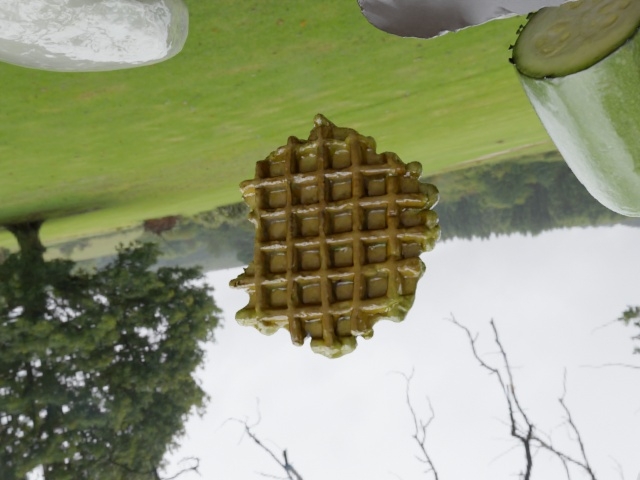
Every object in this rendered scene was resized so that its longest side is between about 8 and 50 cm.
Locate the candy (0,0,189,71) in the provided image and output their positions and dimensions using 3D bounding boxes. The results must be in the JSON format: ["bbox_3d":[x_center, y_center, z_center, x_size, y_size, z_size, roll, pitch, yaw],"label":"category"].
[{"bbox_3d":[-0.379,-0.329,0.752,0.386,0.186,0.427,19,-165,28],"label":"candy"}]

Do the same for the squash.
[{"bbox_3d":[0.372,-0.176,0.679,0.260,0.189,0.189,39,151,-29],"label":"squash"}]

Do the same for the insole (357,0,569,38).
[{"bbox_3d":[0.140,-0.173,0.325,0.111,0.007,0.327,30,165,-37],"label":"insole"}]

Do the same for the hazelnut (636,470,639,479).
[{"bbox_3d":[0.672,0.454,0.974,0.181,0.212,0.181,15,-142,-11],"label":"hazelnut"}]

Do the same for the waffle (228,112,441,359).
[{"bbox_3d":[0.004,-0.009,0.706,0.281,0.301,0.058,19,173,20],"label":"waffle"}]

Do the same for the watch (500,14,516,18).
[{"bbox_3d":[0.268,-0.444,0.745,0.231,0.244,0.196,17,-167,-7],"label":"watch"}]
